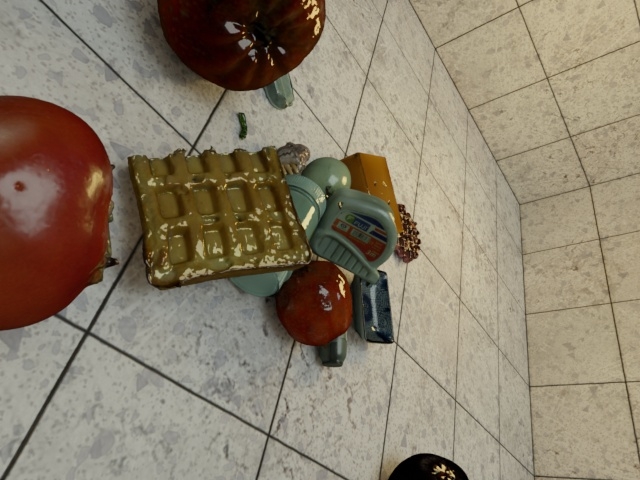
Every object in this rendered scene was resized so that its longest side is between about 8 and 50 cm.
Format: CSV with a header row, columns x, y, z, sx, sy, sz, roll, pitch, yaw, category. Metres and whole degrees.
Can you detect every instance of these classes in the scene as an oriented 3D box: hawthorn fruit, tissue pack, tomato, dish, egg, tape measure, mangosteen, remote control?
x,y,z,sx,sy,sz,roll,pitch,yaw,category
-0.008,0.178,1.222,0.205,0.205,0.253,-51,127,-50,hawthorn fruit
0.153,-0.141,1.607,0.194,0.145,0.275,-5,82,-53,tissue pack
-0.436,-0.037,0.620,0.321,0.321,0.322,25,57,-47,tomato
0.151,0.211,1.517,0.182,0.080,0.243,18,63,-50,dish
0.016,-0.176,1.425,0.192,0.149,0.149,-33,104,-57,egg
0.102,-0.019,1.368,0.243,0.246,0.125,27,22,-15,tape measure
0.309,0.793,1.391,0.275,0.275,0.302,-15,124,-55,mangosteen
-0.204,-0.579,1.124,0.402,0.402,0.403,25,57,-47,hawthorn fruit
-0.142,-0.523,1.435,0.104,0.052,0.247,-23,98,-53,remote control

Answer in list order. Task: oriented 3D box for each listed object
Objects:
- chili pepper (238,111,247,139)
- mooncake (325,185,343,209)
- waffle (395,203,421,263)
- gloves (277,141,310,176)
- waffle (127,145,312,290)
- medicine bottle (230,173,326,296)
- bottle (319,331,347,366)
x,y,z,sx,sy,sz,roll,pitch,yaw,category
-0.210,-0.309,1.284,0.027,0.022,0.083,72,11,-75,chili pepper
0.013,-0.002,1.241,0.150,0.057,0.347,-120,-149,-54,mooncake
0.330,-0.026,1.882,0.234,0.055,0.221,57,40,-14,waffle
-0.083,-0.235,1.362,0.094,0.110,0.144,57,9,-10,gloves
-0.210,-0.054,0.991,0.348,0.077,0.304,-8,71,-30,waffle
-0.107,-0.016,1.187,0.158,0.158,0.318,55,39,-25,medicine bottle
0.039,0.228,1.348,0.096,0.079,0.254,97,-4,-66,bottle
